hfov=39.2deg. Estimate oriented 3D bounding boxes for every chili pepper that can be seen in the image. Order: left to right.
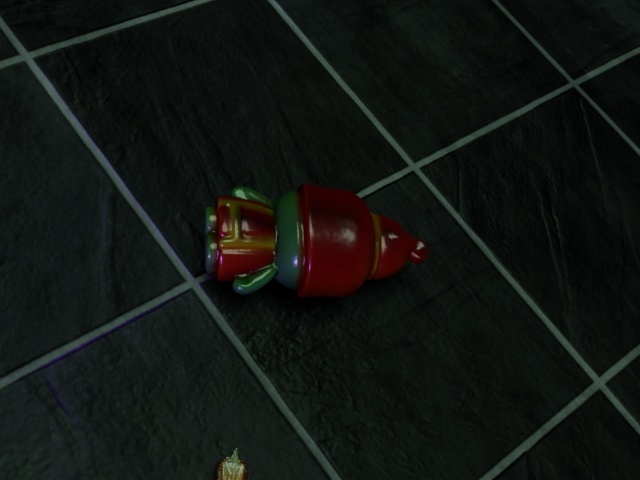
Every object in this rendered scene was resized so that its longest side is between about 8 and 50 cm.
[{"bbox_3d":[-0.124,0.365,1.203,0.045,0.027,0.178,9,56,-10],"label":"chili pepper"}]

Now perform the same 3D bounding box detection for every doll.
[{"bbox_3d":[-0.001,0.000,1.403,0.363,0.160,0.183,6,55,-17],"label":"doll"}]
